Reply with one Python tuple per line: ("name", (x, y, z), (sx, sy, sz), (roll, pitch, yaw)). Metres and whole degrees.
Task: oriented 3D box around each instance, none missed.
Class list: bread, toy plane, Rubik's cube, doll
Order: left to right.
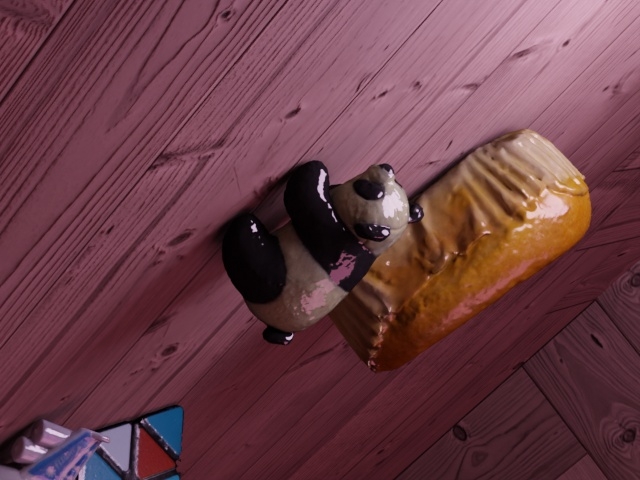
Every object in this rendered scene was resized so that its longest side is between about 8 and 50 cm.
("toy plane", (-0.334, 0.346, 1.785), (0.267, 0.266, 0.123), (-30, -159, -18))
("Rubik's cube", (-0.266, 0.373, 1.928), (0.284, 0.234, 0.250), (-36, 162, 0))
("doll", (-0.001, 0.001, 1.653), (0.234, 0.135, 0.143), (-42, 163, 6))
("bread", (0.180, 0.025, 1.956), (0.388, 0.183, 0.236), (-43, 164, 19))
